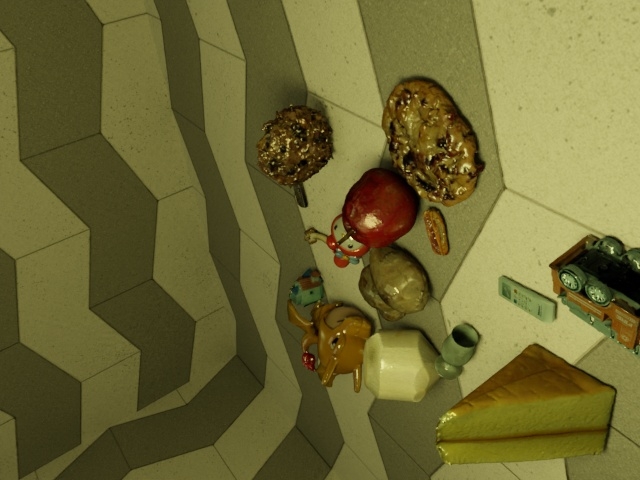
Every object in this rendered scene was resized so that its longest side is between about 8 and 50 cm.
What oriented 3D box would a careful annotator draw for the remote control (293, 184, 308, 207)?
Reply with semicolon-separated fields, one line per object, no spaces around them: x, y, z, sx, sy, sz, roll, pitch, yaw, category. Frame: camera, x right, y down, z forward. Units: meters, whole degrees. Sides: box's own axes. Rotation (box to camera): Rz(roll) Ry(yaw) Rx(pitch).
-0.086;-0.222;2.163;0.059;0.028;0.212;27;138;46;remote control

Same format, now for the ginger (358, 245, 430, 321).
0.223;0.145;1.814;0.244;0.155;0.304;50;161;10;ginger

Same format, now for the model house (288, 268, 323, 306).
-0.055;0.178;2.383;0.119;0.148;0.149;45;137;42;model house

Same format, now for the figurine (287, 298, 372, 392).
0.056;0.411;2.235;0.387;0.268;0.401;-155;51;-68;figurine

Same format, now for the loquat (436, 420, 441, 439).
0.454;0.657;1.901;0.137;0.113;0.137;23;123;42;loquat

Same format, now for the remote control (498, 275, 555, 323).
0.505;0.143;1.395;0.162;0.029;0.061;38;143;51;remote control

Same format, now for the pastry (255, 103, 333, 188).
-0.087;-0.309;1.813;0.193;0.274;0.275;-113;15;-48;pastry

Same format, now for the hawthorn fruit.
0.150;-0.068;1.601;0.210;0.266;0.230;48;161;-12;hawthorn fruit

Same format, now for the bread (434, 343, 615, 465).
0.476;0.457;1.369;0.245;0.361;0.233;35;143;49;bread

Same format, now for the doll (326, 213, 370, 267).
0.103;-0.018;1.879;0.161;0.130;0.290;50;138;13;doll

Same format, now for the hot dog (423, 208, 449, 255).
0.323;-0.021;1.568;0.062;0.038;0.144;10;126;56;hot dog

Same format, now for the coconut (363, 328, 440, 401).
0.273;0.406;1.867;0.237;0.265;0.237;7;-90;-89;coconut

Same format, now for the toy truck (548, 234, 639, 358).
0.612;0.145;1.082;0.338;0.133;0.184;41;157;44;toy truck

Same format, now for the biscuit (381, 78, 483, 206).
0.262;-0.236;1.430;0.334;0.081;0.289;55;153;19;biscuit

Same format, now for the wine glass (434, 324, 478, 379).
0.405;0.332;1.693;0.093;0.093;0.202;48;154;29;wine glass

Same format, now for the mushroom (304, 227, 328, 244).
0.000;0.000;2.186;0.187;0.061;0.060;24;130;48;mushroom
